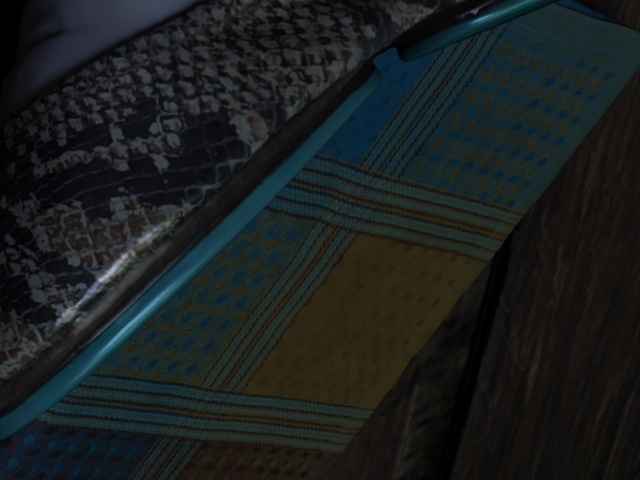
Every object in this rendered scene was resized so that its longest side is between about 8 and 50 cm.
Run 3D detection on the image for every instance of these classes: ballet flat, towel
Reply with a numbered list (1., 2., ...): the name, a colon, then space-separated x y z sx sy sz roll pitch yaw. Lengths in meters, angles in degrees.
1. ballet flat: -0.002 -0.119 0.829 0.483 0.182 0.164 -35 -174 -20
2. towel: 0.000 0.000 1.057 0.271 0.040 0.370 17 114 -52
